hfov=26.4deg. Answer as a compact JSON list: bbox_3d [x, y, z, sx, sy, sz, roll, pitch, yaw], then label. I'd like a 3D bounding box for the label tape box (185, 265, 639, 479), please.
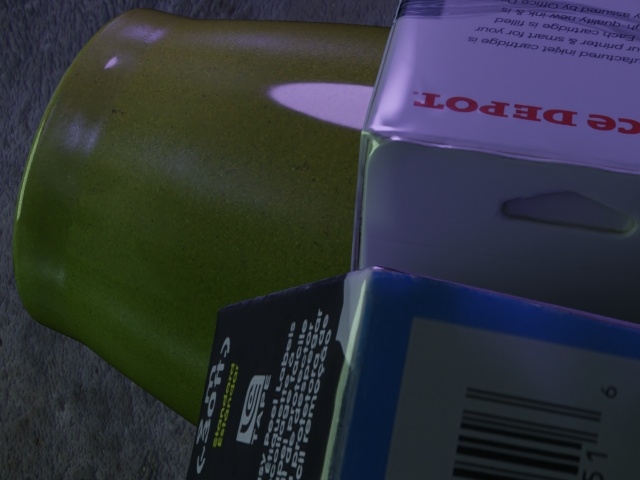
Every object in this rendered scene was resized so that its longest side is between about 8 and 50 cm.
[{"bbox_3d":[-0.002,0.147,0.493,0.334,0.106,0.240,158,123,-75],"label":"label tape box"}]

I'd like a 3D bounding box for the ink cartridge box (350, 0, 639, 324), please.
[{"bbox_3d":[0.102,-0.055,0.546,0.208,0.153,0.087,-72,-12,-50],"label":"ink cartridge box"}]

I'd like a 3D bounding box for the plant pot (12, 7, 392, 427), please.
[{"bbox_3d":[0.000,0.000,0.926,0.366,0.353,0.366,20,-90,-77],"label":"plant pot"}]
